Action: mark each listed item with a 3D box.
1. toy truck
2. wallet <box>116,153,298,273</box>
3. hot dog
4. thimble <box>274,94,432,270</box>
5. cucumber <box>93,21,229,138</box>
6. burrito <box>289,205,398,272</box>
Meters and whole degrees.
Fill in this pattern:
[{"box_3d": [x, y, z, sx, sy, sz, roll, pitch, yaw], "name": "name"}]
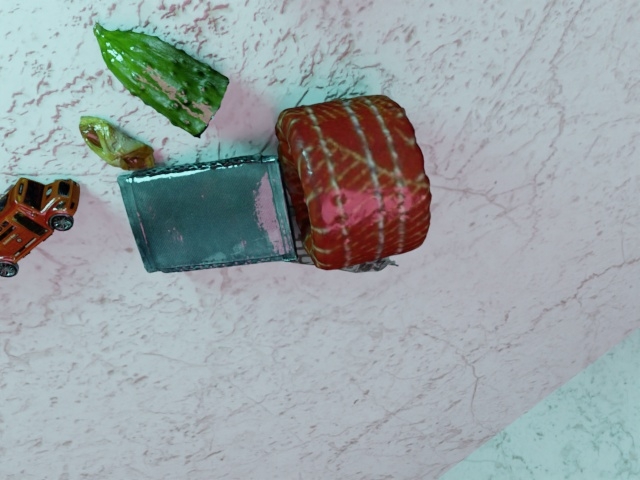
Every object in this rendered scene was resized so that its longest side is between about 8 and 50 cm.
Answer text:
[{"box_3d": [-0.595, -0.036, 1.176, 0.252, 0.107, 0.114, -36, 131, 16], "name": "toy truck"}, {"box_3d": [-0.229, -0.054, 1.237, 0.342, 0.075, 0.237, -6, 116, 10], "name": "wallet"}, {"box_3d": [-0.392, -0.175, 1.145, 0.169, 0.061, 0.078, 29, 118, -35], "name": "hot dog"}, {"box_3d": [0.055, -0.115, 1.154, 0.230, 0.350, 0.350, -14, 133, -8], "name": "thimble"}, {"box_3d": [-0.287, -0.295, 1.039, 0.244, 0.134, 0.134, 32, 116, -25], "name": "cucumber"}, {"box_3d": [0.000, 0.000, 1.393, 0.445, 0.101, 0.139, 11, 115, -22], "name": "burrito"}]
